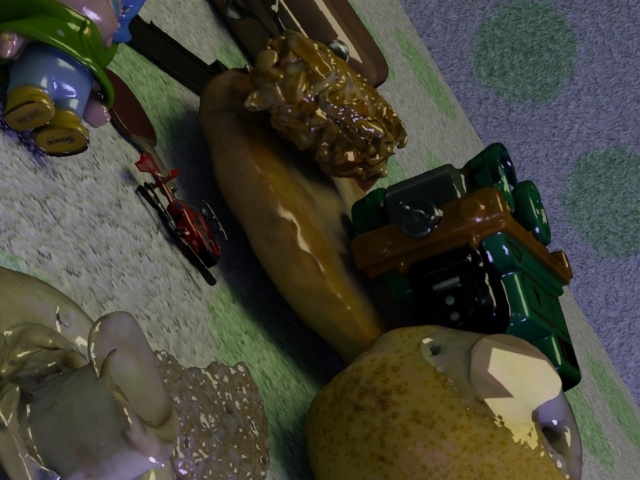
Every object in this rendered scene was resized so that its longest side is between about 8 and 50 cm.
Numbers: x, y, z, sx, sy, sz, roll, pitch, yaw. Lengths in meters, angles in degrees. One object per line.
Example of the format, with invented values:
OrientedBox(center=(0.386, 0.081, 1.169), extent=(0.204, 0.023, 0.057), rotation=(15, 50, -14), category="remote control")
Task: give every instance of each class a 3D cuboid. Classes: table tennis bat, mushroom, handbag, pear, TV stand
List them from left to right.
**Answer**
OrientedBox(center=(-0.161, 0.118, 0.704), extent=(0.246, 0.202, 0.246), rotation=(41, 32, -32), category="mushroom")
OrientedBox(center=(-0.189, -0.114, 1.401), extent=(0.156, 0.013, 0.087), rotation=(59, 14, 13), category="table tennis bat")
OrientedBox(center=(-0.176, -0.228, 1.601), extent=(0.256, 0.040, 0.049), rotation=(33, 28, -55), category="TV stand")
OrientedBox(center=(-0.039, -0.313, 1.984), extent=(0.302, 0.149, 0.283), rotation=(57, 13, -8), category="handbag")
OrientedBox(center=(0.113, 0.206, 1.299), extent=(0.271, 0.271, 0.271), rotation=(50, 17, -22), category="pear")

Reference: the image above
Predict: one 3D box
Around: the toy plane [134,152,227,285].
OrientedBox(center=(-0.137, -0.023, 1.336), extent=(0.145, 0.037, 0.060), rotation=(59, 26, -6), category="toy plane")

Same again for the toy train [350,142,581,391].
OrientedBox(center=(0.177, 0.055, 1.531), extent=(0.429, 0.178, 0.249), rotation=(30, 43, -64), category="toy train")

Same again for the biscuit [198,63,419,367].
OrientedBox(center=(-0.001, 0.001, 1.570), extent=(0.446, 0.104, 0.429), rotation=(47, 18, -39), category="biscuit")

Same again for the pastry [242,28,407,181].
OrientedBox(center=(0.009, -0.137, 1.464), extent=(0.154, 0.102, 0.250), rotation=(59, 14, 18), category="pastry")

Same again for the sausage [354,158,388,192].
OrientedBox(center=(0.056, -0.121, 2.013), extent=(0.087, 0.079, 0.326), rotation=(65, 16, -10), category="sausage")

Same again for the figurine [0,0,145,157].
OrientedBox(center=(-0.235, -0.198, 1.224), extent=(0.162, 0.143, 0.263), rotation=(33, 44, -38), category="figurine")

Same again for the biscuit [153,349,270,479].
OrientedBox(center=(-0.094, 0.155, 1.127), extent=(0.133, 0.032, 0.250), rotation=(64, 16, 20), category="biscuit")
